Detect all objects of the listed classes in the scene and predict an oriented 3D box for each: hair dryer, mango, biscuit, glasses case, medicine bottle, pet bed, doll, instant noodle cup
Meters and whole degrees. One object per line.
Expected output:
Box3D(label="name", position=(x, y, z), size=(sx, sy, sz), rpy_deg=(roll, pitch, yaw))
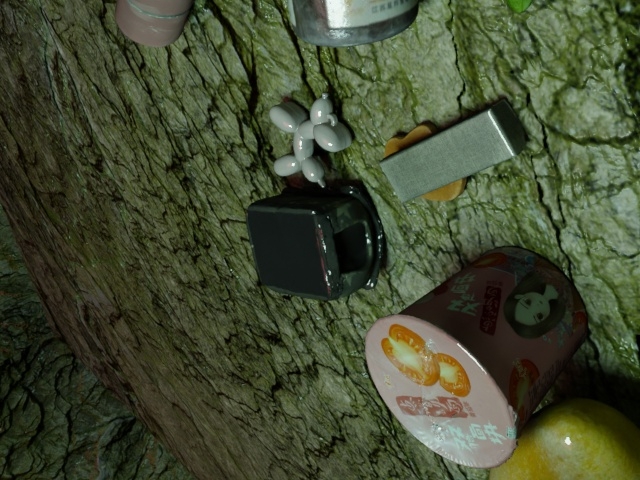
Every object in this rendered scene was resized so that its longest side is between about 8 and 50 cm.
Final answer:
Box3D(label="hair dryer", position=(-0.363, -0.501, 1.224), size=(0.352, 0.125, 0.210), rpy_deg=(34, 148, -6))
Box3D(label="mango", position=(0.350, 0.342, 1.039), size=(0.221, 0.199, 0.384), rpy_deg=(15, 141, 23))
Box3D(label="biscuit", position=(0.152, -0.116, 1.061), size=(0.140, 0.023, 0.118), rpy_deg=(29, 134, 33))
Box3D(label="glasses case", position=(0.173, -0.116, 0.981), size=(0.205, 0.047, 0.071), rpy_deg=(-23, 101, 48))
Box3D(label="medicine bottle", position=(0.027, -0.380, 0.854), size=(0.165, 0.165, 0.274), rpy_deg=(26, 137, 39))
Box3D(label="pet bed", position=(0.000, 0.000, 1.261), size=(0.210, 0.159, 0.183), rpy_deg=(4, 111, 47))
Box3D(label="doll", position=(-0.017, -0.168, 1.200), size=(0.160, 0.059, 0.161), rpy_deg=(21, 123, 41))
Box3D(label="instant noodle cup", position=(0.224, 0.144, 1.006), size=(0.243, 0.231, 0.243), rpy_deg=(34, 143, 30))

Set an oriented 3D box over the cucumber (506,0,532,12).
Box3D(label="cucumber", position=(0.187, -0.359, 0.758), size=(0.056, 0.056, 0.250), rpy_deg=(6, 126, 51))
